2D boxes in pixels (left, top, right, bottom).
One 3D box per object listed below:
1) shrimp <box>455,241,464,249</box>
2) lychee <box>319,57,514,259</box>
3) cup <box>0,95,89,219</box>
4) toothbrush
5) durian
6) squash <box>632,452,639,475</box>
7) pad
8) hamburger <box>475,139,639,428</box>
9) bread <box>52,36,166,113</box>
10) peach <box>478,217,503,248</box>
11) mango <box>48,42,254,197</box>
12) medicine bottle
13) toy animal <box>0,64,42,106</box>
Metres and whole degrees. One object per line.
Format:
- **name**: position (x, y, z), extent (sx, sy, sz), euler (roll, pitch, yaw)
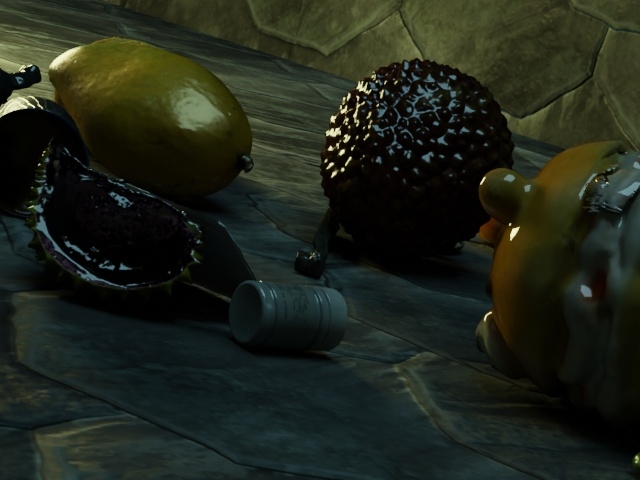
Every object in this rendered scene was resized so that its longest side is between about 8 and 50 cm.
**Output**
- **shrimp**: position (0.112, -0.014, 2.278), extent (0.161, 0.034, 0.091), euler (9, 13, -30)
- **lychee**: position (0.108, -0.089, 2.147), extent (0.236, 0.236, 0.271), euler (18, 33, 19)
- **cup**: position (-0.317, -0.094, 1.905), extent (0.150, 0.113, 0.138), euler (14, 9, -12)
- **toothbrush**: position (0.000, 0.000, 2.070), extent (0.031, 0.030, 0.297), euler (5, 11, 4)
- **durian**: position (-0.192, 0.013, 1.643), extent (0.187, 0.119, 0.108), euler (29, -24, 13)
- **squash**: position (0.282, 0.192, 1.472), extent (0.027, 0.027, 0.089), euler (8, 14, -32)
- **pad**: position (-0.150, -0.007, 1.709), extent (0.232, 0.004, 0.156), euler (22, -25, 33)
- **hamburger**: position (0.261, 0.029, 1.662), extent (0.237, 0.276, 0.276), euler (17, 11, 23)
- **bread**: position (-0.270, -0.193, 2.400), extent (0.106, 0.140, 0.236), euler (19, 13, 12)
- **peach**: position (0.247, -0.028, 2.377), extent (0.101, 0.100, 0.101), euler (14, 11, -3)
- **mango**: position (-0.204, -0.150, 2.198), extent (0.317, 0.119, 0.176), euler (35, 62, 30)
- **medicine bottle**: position (-0.028, 0.067, 1.606), extent (0.091, 0.058, 0.058), euler (7, 13, -35)
- **toy animal**: position (-0.500, -0.176, 2.116), extent (0.343, 0.106, 0.168), euler (10, 17, 10)
